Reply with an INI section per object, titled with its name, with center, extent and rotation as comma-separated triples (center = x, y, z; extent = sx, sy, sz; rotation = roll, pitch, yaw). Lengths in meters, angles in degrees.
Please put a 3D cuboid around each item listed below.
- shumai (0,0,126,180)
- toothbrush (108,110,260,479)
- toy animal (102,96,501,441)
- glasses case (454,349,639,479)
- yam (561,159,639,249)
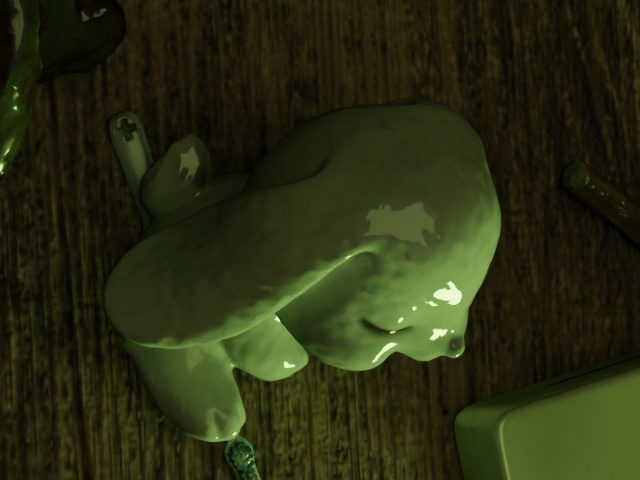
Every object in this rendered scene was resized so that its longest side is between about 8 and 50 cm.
[shumai]
center = -0.268, -0.111, 0.995
extent = 0.271, 0.203, 0.222
rotation = -22, 96, 9
[toothbrush]
center = -0.099, 0.049, 1.115
extent = 0.030, 0.030, 0.304
rotation = -21, 94, -27
[toy animal]
center = 0.000, 0.000, 1.015
extent = 0.271, 0.265, 0.206
rotation = -31, 98, -35
[glasses case]
center = 0.264, 0.165, 1.265
extent = 0.312, 0.070, 0.131
rotation = -14, 93, -27
[yam]
center = 0.266, -0.018, 1.302
extent = 0.145, 0.032, 0.032
rotation = 38, 71, -21
